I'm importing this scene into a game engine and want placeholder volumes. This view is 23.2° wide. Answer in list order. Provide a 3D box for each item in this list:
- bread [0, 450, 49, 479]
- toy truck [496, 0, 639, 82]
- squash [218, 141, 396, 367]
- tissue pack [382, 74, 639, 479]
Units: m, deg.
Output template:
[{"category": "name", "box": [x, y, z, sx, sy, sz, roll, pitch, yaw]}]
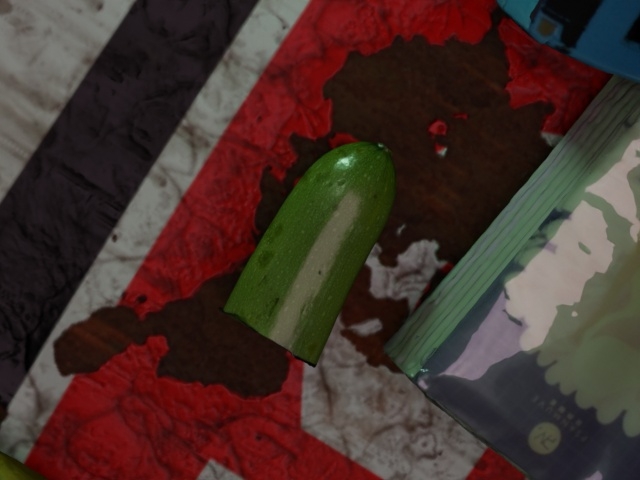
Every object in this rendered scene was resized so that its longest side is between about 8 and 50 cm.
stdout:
[{"category": "bread", "box": [-0.285, 0.294, 1.212, 0.362, 0.245, 0.233, 40, 93, -19]}, {"category": "toy truck", "box": [0.281, -0.319, 1.204, 0.162, 0.161, 0.385, 23, 109, -21]}, {"category": "squash", "box": [0.000, 0.000, 1.282, 0.095, 0.095, 0.188, 29, 90, -15]}, {"category": "tissue pack", "box": [0.255, 0.047, 1.316, 0.242, 0.125, 0.343, 40, 92, -16]}]
